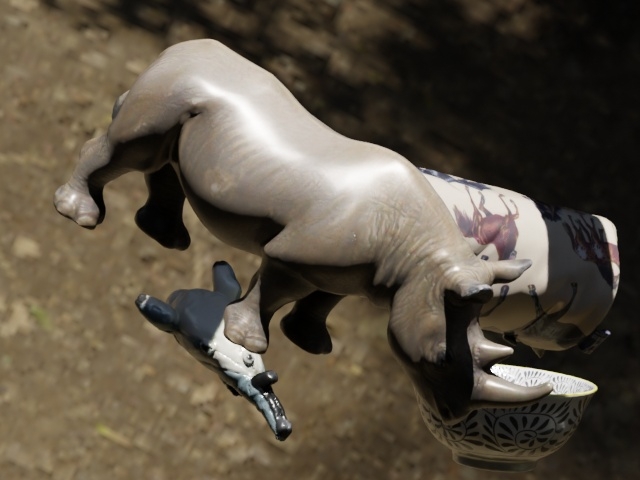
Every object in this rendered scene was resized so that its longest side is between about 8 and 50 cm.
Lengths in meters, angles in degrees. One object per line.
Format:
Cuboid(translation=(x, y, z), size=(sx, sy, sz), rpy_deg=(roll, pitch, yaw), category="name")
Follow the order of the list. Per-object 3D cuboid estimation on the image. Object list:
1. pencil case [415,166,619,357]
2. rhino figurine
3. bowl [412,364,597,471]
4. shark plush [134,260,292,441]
Cuboid(translation=(0.142, 0.021, 2.029), size=(0.410, 0.183, 0.160), rpy_deg=(13, 14, -33), category="pencil case")
Cuboid(translation=(0.000, 0.000, 0.808), size=(0.243, 0.106, 0.073), rpy_deg=(34, 20, 18), category="rhino figurine")
Cuboid(translation=(0.158, 0.160, 1.632), size=(0.170, 0.080, 0.170), rpy_deg=(5, 4, 0), category="bowl")
Cuboid(translation=(-0.058, 0.079, 1.275), size=(0.073, 0.067, 0.161), rpy_deg=(-33, 50, -30), category="shark plush")
